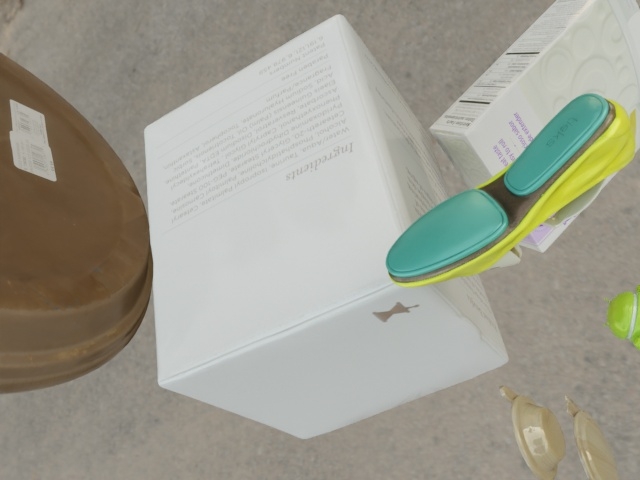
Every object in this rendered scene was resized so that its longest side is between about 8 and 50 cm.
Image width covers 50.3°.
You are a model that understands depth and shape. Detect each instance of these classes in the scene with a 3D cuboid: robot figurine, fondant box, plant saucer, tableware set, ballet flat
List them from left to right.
[{"bbox_3d":[-0.203,-0.043,0.372,0.041,0.278,0.278,-45,53,21],"label":"plant saucer"},{"bbox_3d":[0.163,-0.023,0.571,0.231,0.077,0.077,-40,37,14],"label":"ballet flat"},{"bbox_3d":[0.350,-0.182,0.997,0.330,0.238,0.096,-45,27,-7],"label":"fondant box"},{"bbox_3d":[0.167,0.173,0.435,0.020,0.141,0.168,-27,46,31],"label":"tableware set"},{"bbox_3d":[0.434,0.104,0.899,0.115,0.067,0.101,8,53,17],"label":"robot figurine"}]

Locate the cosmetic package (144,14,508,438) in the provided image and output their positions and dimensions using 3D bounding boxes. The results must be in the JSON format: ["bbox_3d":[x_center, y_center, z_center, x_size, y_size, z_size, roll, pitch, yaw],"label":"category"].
[{"bbox_3d":[0.000,0.000,0.909,0.327,0.329,0.393,-25,55,19],"label":"cosmetic package"}]
